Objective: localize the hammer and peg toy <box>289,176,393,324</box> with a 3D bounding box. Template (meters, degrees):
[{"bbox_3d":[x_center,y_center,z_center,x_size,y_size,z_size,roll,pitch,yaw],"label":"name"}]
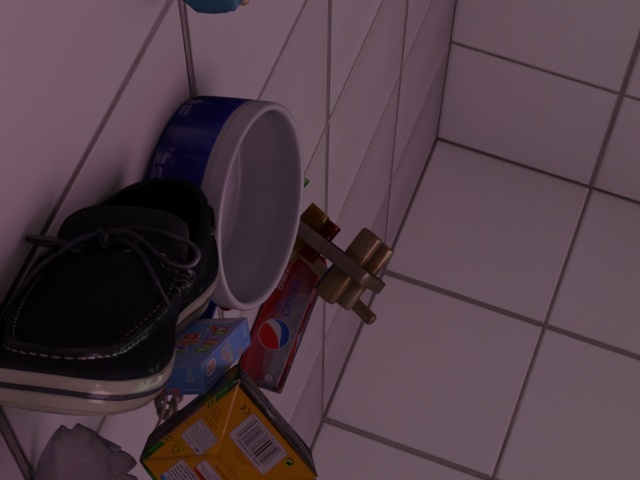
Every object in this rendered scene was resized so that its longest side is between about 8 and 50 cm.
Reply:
[{"bbox_3d":[0.000,0.000,2.285,0.127,0.266,0.361,-52,169,1],"label":"hammer and peg toy"}]

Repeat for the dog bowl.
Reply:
[{"bbox_3d":[-0.118,-0.049,1.822,0.265,0.104,0.264,10,90,-70],"label":"dog bowl"}]

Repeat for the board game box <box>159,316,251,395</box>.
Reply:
[{"bbox_3d":[-0.199,0.126,1.556,0.160,0.212,0.039,-46,132,-69],"label":"board game box"}]

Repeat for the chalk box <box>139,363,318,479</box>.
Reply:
[{"bbox_3d":[-0.095,0.222,1.503,0.132,0.132,0.213,-39,-179,-3],"label":"chalk box"}]

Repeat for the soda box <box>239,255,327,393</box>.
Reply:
[{"bbox_3d":[-0.069,0.148,2.704,0.092,0.083,0.263,78,31,-73],"label":"soda box"}]

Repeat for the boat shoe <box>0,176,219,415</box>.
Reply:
[{"bbox_3d":[-0.212,0.046,1.450,0.500,0.187,0.156,-56,152,-72],"label":"boat shoe"}]

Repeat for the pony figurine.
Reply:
[{"bbox_3d":[-0.222,0.374,1.738,0.351,0.303,0.363,-46,168,33],"label":"pony figurine"}]

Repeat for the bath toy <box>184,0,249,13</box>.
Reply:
[{"bbox_3d":[-0.067,-0.415,1.557,0.129,0.151,0.348,45,58,-40],"label":"bath toy"}]

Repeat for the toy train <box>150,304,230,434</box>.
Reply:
[{"bbox_3d":[-0.196,0.148,1.984,0.143,0.105,0.248,159,-50,-85],"label":"toy train"}]
